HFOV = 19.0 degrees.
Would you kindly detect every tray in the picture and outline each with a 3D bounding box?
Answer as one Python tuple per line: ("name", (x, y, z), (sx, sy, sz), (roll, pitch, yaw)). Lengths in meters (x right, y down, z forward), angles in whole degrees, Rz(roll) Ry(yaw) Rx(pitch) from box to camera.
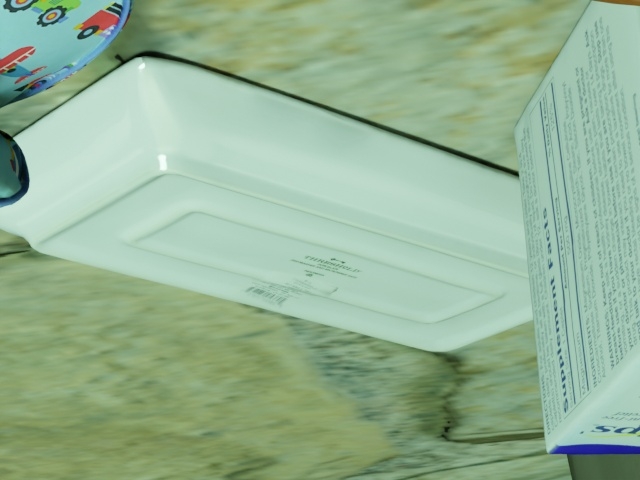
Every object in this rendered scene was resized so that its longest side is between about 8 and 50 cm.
("tray", (0.000, 0.000, 0.761), (0.270, 0.030, 0.145), (16, 153, -36))

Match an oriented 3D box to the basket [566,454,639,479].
("basket", (0.182, 0.125, 0.785), (0.154, 0.227, 0.204), (-22, 166, 26))

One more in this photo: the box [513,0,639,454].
("box", (0.119, -0.007, 0.624), (0.072, 0.126, 0.137), (1, 158, -10))

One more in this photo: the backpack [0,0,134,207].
("backpack", (-0.117, -0.073, 0.464), (0.173, 0.117, 0.158), (-14, 156, 21))

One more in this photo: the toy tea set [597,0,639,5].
("toy tea set", (0.192, -0.099, 0.472), (0.336, 0.124, 0.200), (8, -174, -29))
